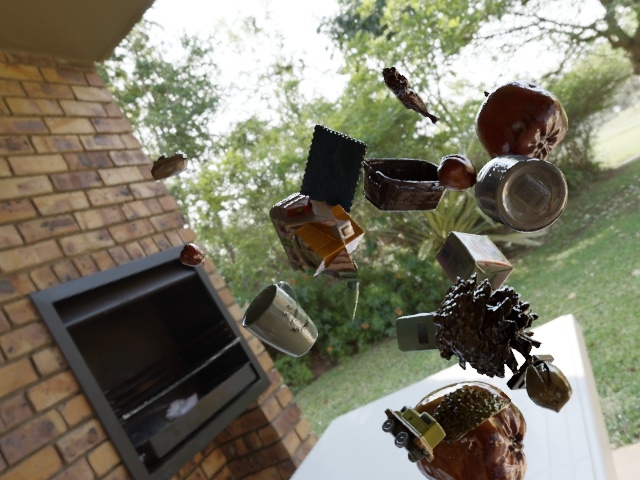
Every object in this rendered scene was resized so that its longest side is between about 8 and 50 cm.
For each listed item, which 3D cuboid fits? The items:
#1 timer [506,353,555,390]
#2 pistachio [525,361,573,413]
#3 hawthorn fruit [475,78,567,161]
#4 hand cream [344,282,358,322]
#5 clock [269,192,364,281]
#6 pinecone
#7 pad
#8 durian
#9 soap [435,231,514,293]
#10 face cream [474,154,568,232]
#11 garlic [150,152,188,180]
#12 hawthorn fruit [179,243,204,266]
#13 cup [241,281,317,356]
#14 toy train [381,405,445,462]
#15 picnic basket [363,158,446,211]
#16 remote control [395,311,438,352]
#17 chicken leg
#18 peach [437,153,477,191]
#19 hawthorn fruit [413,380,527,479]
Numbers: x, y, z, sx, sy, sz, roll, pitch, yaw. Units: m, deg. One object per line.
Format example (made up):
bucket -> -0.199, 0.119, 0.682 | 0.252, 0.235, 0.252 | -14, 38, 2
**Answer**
timer -> 0.849, 0.534, 2.061 | 0.144, 0.055, 0.187 | 7, -56, -32
pistachio -> 0.580, 0.370, 1.307 | 0.113, 0.113, 0.149 | -33, 6, 22
hawthorn fruit -> 0.625, -0.375, 1.632 | 0.275, 0.300, 0.275 | -35, -18, -13
hand cream -> 0.115, 0.204, 1.887 | 0.045, 0.175, 0.095 | -4, 28, -12
clock -> 0.000, 0.000, 1.512 | 0.166, 0.235, 0.309 | -33, 25, -23
pinecone -> 0.467, 0.240, 1.433 | 0.242, 0.295, 0.298 | -43, -27, -42
pad -> 0.032, -0.211, 1.626 | 0.012, 0.269, 0.270 | -2, -67, -40
durian -> 0.450, 0.523, 1.523 | 0.252, 0.139, 0.144 | -41, 26, 0
soap -> 0.547, 0.079, 1.829 | 0.182, 0.199, 0.138 | 8, -57, -23
face cream -> 0.488, -0.118, 1.253 | 0.177, 0.177, 0.153 | -32, 12, 4
garlic -> -0.428, -0.216, 1.494 | 0.152, 0.066, 0.084 | -20, 38, 18
hawthorn fruit -> -0.464, 0.059, 1.870 | 0.081, 0.093, 0.081 | -35, 39, 34
cup -> -0.127, 0.273, 1.853 | 0.186, 0.234, 0.258 | -34, 25, 35
toy train -> 0.258, 0.533, 1.438 | 0.127, 0.089, 0.219 | -39, 21, -12
picnic basket -> 0.284, -0.179, 1.704 | 0.296, 0.129, 0.222 | -3, 29, -24
remote control -> 0.423, 0.340, 1.924 | 0.296, 0.140, 0.056 | -15, -12, 35
chicken leg -> 0.230, -0.379, 1.341 | 0.048, 0.219, 0.089 | -45, 39, 11
peach -> 0.345, -0.167, 1.287 | 0.100, 0.101, 0.101 | -31, -3, -2
hawthorn fruit -> 0.577, 0.785, 2.021 | 0.471, 0.472, 0.472 | -31, -3, -2
